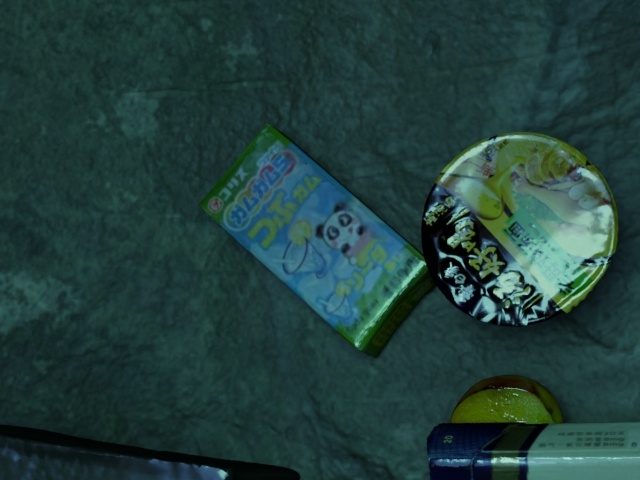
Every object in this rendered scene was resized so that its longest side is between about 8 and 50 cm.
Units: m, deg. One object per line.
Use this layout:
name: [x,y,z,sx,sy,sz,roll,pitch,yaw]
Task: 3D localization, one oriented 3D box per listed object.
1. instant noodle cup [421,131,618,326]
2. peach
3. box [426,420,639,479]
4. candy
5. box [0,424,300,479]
instant noodle cup: [0.163,-0.002,1.178,0.151,0.122,0.151,-2,83,13]
peach: [0.153,0.150,1.190,0.098,0.061,0.098,7,112,18]
box: [0.216,0.221,1.127,0.259,0.071,0.168,-2,109,16]
candy: [0.000,0.000,1.254,0.194,0.062,0.097,41,95,18]
box: [-0.176,0.330,1.180,0.251,0.204,0.345,6,84,16]
